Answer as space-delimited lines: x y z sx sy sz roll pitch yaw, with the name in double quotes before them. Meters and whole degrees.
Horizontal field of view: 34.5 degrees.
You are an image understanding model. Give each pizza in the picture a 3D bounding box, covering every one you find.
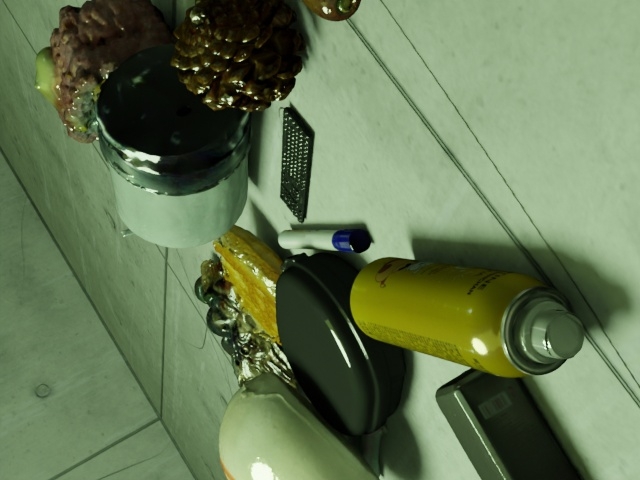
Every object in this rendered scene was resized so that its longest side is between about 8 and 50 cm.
"pizza" -0.094 0.093 1.736 0.189 0.071 0.297 37 154 25

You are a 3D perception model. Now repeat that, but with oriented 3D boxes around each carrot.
"carrot" -0.030 -0.303 1.105 0.248 0.059 0.059 49 156 41

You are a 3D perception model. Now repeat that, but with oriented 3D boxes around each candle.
"candle" -0.211 -0.120 1.540 0.221 0.221 0.342 54 162 21

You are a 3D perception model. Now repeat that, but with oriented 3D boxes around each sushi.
"sushi" -0.335 -0.274 1.624 0.270 0.237 0.170 129 120 -72

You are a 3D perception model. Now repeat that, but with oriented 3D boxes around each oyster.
"oyster" -0.148 0.200 1.976 0.361 0.096 0.221 61 166 9

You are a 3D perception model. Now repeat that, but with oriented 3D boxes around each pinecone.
"pinecone" -0.092 -0.224 1.223 0.173 0.174 0.173 49 156 31

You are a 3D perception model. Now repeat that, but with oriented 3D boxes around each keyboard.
"keyboard" -0.036 -0.101 1.428 0.061 0.013 0.204 53 158 25

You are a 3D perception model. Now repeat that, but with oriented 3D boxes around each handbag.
"handbag" 0.024 0.147 1.491 0.254 0.093 0.308 52 158 29

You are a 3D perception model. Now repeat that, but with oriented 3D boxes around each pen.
"pen" 0.000 -0.001 1.448 0.033 0.033 0.269 66 160 -10

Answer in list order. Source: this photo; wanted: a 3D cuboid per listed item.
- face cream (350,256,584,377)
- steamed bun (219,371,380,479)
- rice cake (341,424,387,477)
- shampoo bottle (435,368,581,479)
"face cream" 0.151 0.078 1.083 0.349 0.105 0.105 8 123 66
"steamed bun" -0.046 0.348 1.584 0.283 0.177 0.283 44 176 4
"rice cake" 0.044 0.294 1.705 0.189 0.037 0.198 50 156 26
"shampoo bottle" 0.228 0.256 1.160 0.246 0.080 0.079 60 161 6
